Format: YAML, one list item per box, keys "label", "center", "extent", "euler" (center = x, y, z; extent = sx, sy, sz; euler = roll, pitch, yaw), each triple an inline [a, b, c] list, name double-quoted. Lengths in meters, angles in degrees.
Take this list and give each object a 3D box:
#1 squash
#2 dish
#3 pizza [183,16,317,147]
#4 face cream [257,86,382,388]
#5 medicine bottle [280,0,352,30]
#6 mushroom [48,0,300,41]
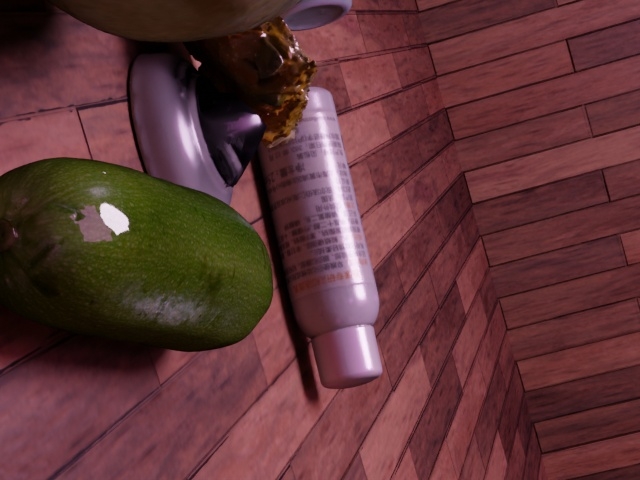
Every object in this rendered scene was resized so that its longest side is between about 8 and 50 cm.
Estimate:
- label: "squash"
  center: [-0.095, 0.014, 0.913]
  extent: [0.378, 0.101, 0.101]
  euler: [31, 45, -73]
- label: "dish"
  center: [-0.078, -0.080, 1.152]
  extent: [0.141, 0.078, 0.141]
  euler: [-16, 90, -78]
- label: "pizza"
  center: [-0.069, -0.153, 1.185]
  extent: [0.197, 0.058, 0.292]
  euler: [43, -12, 43]
- label: "face cream"
  center: [0.000, 0.000, 1.404]
  extent: [0.082, 0.082, 0.269]
  euler: [27, 51, -74]
- label: "medicine bottle"
  center: [-0.032, -0.333, 1.634]
  extent: [0.090, 0.090, 0.217]
  euler: [26, 50, -74]
- label: "mushroom"
  center: [-0.085, -0.283, 0.905]
  extent: [0.352, 0.260, 0.352]
  euler: [-11, 90, -68]
